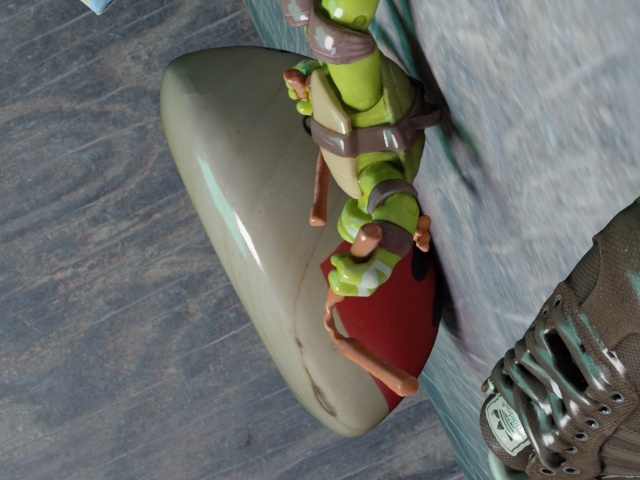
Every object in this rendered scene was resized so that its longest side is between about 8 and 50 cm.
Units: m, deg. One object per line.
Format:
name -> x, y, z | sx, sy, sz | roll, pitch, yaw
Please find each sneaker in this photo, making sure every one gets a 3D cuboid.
sneaker -> 0.084, 0.048, 0.371 | 0.188, 0.071, 0.066 | 66, 179, -65

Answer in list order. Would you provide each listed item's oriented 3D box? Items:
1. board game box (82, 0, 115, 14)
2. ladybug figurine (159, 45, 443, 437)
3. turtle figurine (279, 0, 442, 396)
board game box -> -0.098, -0.213, 0.335 | 0.144, 0.142, 0.275 | 40, 171, 19
ladybug figurine -> 0.000, 0.000, 1.089 | 0.449, 0.162, 0.305 | 67, 177, -54
turtle figurine -> 0.020, -0.065, 0.638 | 0.269, 0.087, 0.217 | -101, -4, -57
